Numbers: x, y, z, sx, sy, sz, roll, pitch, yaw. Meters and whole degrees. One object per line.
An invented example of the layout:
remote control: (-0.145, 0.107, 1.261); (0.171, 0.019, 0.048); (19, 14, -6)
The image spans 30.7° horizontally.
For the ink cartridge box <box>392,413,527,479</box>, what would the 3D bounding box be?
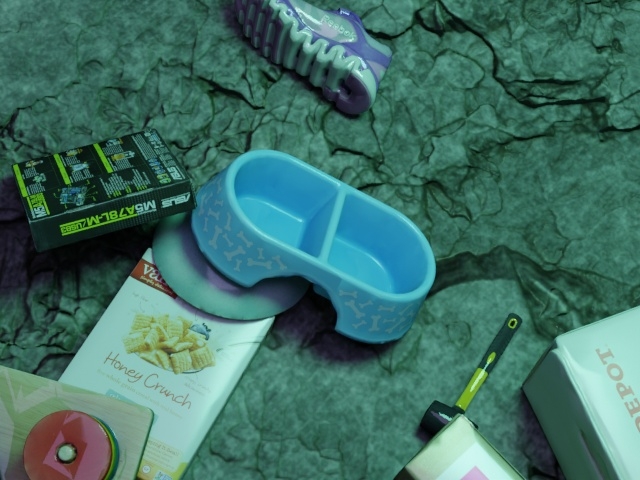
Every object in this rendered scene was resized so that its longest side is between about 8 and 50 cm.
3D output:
ink cartridge box: (0.175, 0.313, 1.193); (0.088, 0.193, 0.234); (-38, 73, -21)

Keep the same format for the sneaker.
sneaker: (-0.004, -0.268, 1.512); (0.236, 0.095, 0.104); (39, 60, 7)

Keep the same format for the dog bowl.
dog bowl: (0.000, 0.000, 1.335); (0.297, 0.074, 0.166); (27, 46, -11)

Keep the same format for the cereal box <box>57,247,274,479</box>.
cereal box: (-0.182, 0.146, 1.312); (0.173, 0.047, 0.240); (27, 65, 5)

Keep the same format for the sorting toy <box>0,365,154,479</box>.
sorting toy: (-0.332, 0.258, 1.187); (0.257, 0.089, 0.255); (15, 77, 3)

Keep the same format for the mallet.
mallet: (0.192, 0.164, 1.356); (0.062, 0.039, 0.190); (38, 63, 13)

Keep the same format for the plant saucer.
plant saucer: (-0.098, 0.004, 1.365); (0.195, 0.037, 0.195); (9, 48, -10)

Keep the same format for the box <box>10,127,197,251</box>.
box: (-0.254, -0.063, 1.348); (0.184, 0.045, 0.190); (-19, 28, -14)

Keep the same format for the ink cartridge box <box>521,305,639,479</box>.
ink cartridge box: (0.460, 0.195, 1.298); (0.385, 0.160, 0.279); (-17, 66, -14)
